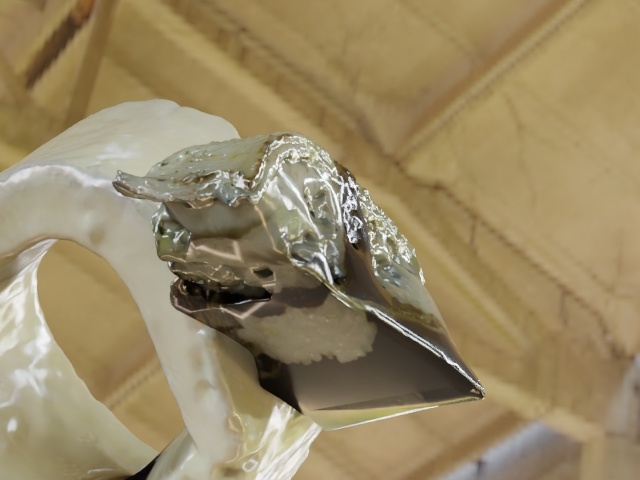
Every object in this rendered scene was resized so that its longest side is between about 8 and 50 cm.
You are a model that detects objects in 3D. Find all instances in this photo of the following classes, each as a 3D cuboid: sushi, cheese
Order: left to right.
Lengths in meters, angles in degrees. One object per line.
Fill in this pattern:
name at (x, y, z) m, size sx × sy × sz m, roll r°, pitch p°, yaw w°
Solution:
cheese at (-0.136, 0.077, 1.275) m, size 0.292 × 0.153 × 0.332 m, roll 48°, pitch -49°, yaw 2°
sushi at (-0.020, -0.002, 1.105) m, size 0.134 × 0.109 × 0.273 m, roll -15°, pitch -41°, yaw 38°
